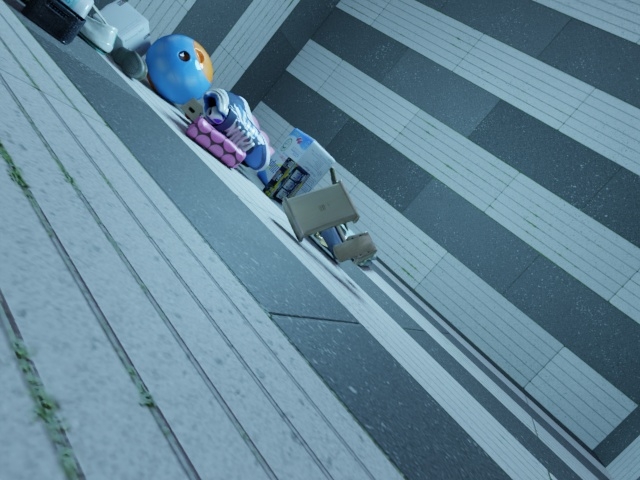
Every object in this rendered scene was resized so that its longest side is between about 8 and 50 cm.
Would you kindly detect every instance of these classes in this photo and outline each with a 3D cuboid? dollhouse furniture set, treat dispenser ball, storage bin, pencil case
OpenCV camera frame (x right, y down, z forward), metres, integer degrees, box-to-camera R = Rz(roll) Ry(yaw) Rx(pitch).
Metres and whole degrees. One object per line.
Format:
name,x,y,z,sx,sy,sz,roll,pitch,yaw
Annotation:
dollhouse furniture set,0.000,0.000,1.355,0.303,0.198,0.287,112,-44,-65
treat dispenser ball,-0.627,-0.757,1.839,0.288,0.288,0.288,40,6,-5
storage bin,-0.765,-0.647,1.197,0.122,0.084,0.180,36,9,-36
pencil case,-0.367,-0.346,1.462,0.209,0.095,0.098,40,-8,-26

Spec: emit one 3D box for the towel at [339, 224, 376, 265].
towel,0.127,-0.006,2.011,0.320,0.090,0.374,41,7,13

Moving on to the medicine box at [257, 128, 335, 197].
medicine box,-0.118,-0.332,1.887,0.149,0.289,0.263,38,7,-34

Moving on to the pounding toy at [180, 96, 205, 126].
pounding toy,-0.509,-0.499,1.711,0.141,0.100,0.130,47,-6,26

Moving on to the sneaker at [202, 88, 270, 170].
sneaker,-0.331,-0.407,1.539,0.236,0.130,0.323,-20,88,-63

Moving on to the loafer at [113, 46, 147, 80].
loafer,-0.739,-0.701,1.650,0.251,0.094,0.087,45,12,36

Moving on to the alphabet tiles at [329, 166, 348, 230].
alphabet tiles,0.083,-0.200,1.907,0.342,0.011,0.285,-105,-179,-78

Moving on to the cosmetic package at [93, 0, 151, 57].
cosmetic package,-0.833,-0.877,1.752,0.151,0.151,0.183,40,-22,-5

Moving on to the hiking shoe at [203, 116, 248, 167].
hiking shoe,-0.371,-0.397,1.675,0.304,0.113,0.132,19,33,-55

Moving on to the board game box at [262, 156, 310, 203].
board game box,-0.135,-0.234,1.664,0.048,0.170,0.141,42,5,25

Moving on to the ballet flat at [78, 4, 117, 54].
ballet flat,-0.941,-0.882,1.551,0.400,0.139,0.139,39,7,-14

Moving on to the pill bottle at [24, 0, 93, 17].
pill bottle,-0.883,-0.807,1.312,0.264,0.146,0.146,35,8,-36

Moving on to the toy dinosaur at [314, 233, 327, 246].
toy dinosaur,0.041,0.021,1.576,0.092,0.053,0.183,11,19,-46

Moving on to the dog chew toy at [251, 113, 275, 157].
dog chew toy,-0.363,-0.513,2.160,0.332,0.206,0.206,48,6,-3
